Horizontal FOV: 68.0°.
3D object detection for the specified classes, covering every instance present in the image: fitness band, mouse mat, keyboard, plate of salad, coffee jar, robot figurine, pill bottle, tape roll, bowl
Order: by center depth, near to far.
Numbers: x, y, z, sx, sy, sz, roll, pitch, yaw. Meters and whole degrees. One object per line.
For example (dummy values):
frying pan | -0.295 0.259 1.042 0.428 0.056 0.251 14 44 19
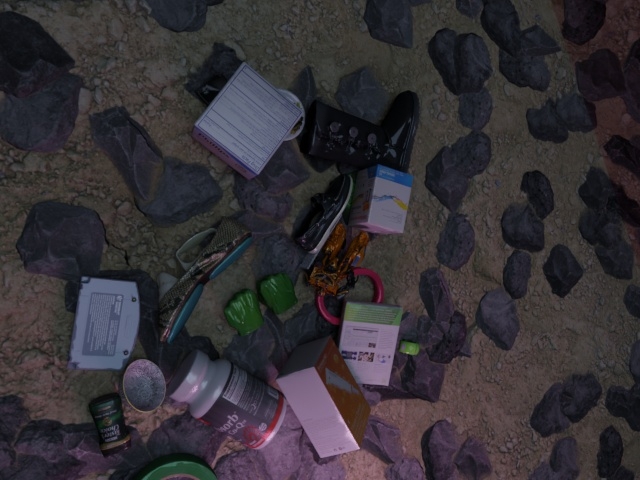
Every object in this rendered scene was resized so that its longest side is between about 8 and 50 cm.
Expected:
coffee jar | -0.670 0.590 1.517 0.096 0.079 0.185 -15 95 -23
bowl | -0.594 0.478 1.538 0.170 0.080 0.170 47 30 -37
tape roll | -0.492 0.887 1.586 0.321 0.077 0.321 1 88 -24
pill bottle | -0.313 0.530 1.602 0.363 0.210 0.210 36 75 -17
keyboard | -0.326 -0.432 1.720 0.317 0.033 0.201 47 75 -13
plate of salad | -0.146 -0.478 1.792 0.199 0.048 0.200 1 87 -23
robot figurine | 0.059 0.080 1.801 0.211 0.085 0.291 20 67 21
keyboard | 0.000 0.000 1.826 0.014 0.072 0.256 38 75 -22
fitness band | 0.117 0.220 1.884 0.290 0.054 0.209 -13 96 -22
mouse mat | 0.130 -0.174 1.924 0.152 0.007 0.190 -27 98 -21

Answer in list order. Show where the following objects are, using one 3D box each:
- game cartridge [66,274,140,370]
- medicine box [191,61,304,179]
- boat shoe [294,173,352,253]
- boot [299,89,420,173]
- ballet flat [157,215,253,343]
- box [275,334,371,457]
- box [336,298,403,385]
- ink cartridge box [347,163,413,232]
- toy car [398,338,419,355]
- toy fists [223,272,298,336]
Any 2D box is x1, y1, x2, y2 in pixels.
game cartridge | -0.689 0.269 1.534 0.196 0.060 0.294 9 85 -19
medicine box | -0.255 -0.408 1.650 0.263 0.149 0.289 37 78 -15
boat shoe | 0.004 -0.121 1.803 0.113 0.127 0.340 32 86 -29
boot | 0.159 -0.469 1.882 0.445 0.146 0.367 10 83 -19
ballet flat | -0.431 0.111 1.613 0.182 0.164 0.483 34 69 4
box | 0.019 0.559 1.714 0.345 0.168 0.215 62 24 -10
box | 0.179 0.398 1.845 0.232 0.058 0.322 8 99 -12
ink cartridge box | 0.234 -0.153 1.871 0.168 0.171 0.233 14 82 -23
toy car | 0.324 0.434 1.961 0.224 0.053 0.239 14 83 -22
toy fists | -0.219 0.216 1.716 0.279 0.096 0.142 -29 110 -23
